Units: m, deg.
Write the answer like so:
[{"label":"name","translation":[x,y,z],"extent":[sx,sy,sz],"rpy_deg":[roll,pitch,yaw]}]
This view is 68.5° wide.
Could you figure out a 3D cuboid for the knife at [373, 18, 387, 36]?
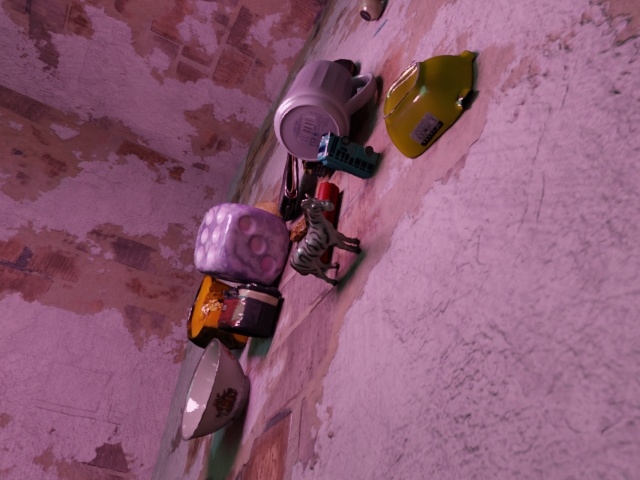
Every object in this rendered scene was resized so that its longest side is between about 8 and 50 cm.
[{"label":"knife","translation":[0.222,-0.793,1.756],"extent":[0.091,0.005,0.014],"rpy_deg":[-36,35,57]}]

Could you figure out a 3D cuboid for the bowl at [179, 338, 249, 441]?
[{"label":"bowl","translation":[-0.339,0.516,1.589],"extent":[0.337,0.158,0.337],"rpy_deg":[-52,26,38]}]

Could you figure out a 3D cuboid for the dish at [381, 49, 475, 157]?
[{"label":"dish","translation":[0.226,-0.326,1.081],"extent":[0.262,0.109,0.221],"rpy_deg":[-37,36,56]}]

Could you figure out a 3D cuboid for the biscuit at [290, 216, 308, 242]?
[{"label":"biscuit","translation":[-0.053,-0.052,1.632],"extent":[0.199,0.035,0.064],"rpy_deg":[-39,35,55]}]

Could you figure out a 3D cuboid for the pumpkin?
[{"label":"pumpkin","translation":[-0.404,0.299,1.898],"extent":[0.256,0.226,0.303],"rpy_deg":[-39,34,50]}]

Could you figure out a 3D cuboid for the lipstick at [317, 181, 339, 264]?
[{"label":"lipstick","translation":[0.007,-0.046,1.417],"extent":[0.073,0.073,0.279],"rpy_deg":[-39,35,54]}]

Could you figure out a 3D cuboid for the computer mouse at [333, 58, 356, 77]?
[{"label":"computer mouse","translation":[0.043,-0.641,1.909],"extent":[0.182,0.116,0.323],"rpy_deg":[-64,18,-3]}]

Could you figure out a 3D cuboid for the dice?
[{"label":"dice","translation":[-0.297,0.020,1.770],"extent":[0.270,0.271,0.269],"rpy_deg":[-4,71,53]}]

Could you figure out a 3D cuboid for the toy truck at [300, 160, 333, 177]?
[{"label":"toy truck","translation":[-0.019,-0.306,1.706],"extent":[0.257,0.127,0.127],"rpy_deg":[-104,25,-59]}]

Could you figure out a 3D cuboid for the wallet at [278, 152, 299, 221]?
[{"label":"wallet","translation":[-0.121,-0.232,1.809],"extent":[0.221,0.072,0.262],"rpy_deg":[107,166,-68]}]

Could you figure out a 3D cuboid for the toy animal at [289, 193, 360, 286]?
[{"label":"toy animal","translation":[0.018,0.000,1.197],"extent":[0.089,0.170,0.254],"rpy_deg":[-89,10,-58]}]

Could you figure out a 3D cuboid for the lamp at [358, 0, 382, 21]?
[{"label":"lamp","translation":[0.217,-0.929,1.819],"extent":[0.163,0.091,0.091],"rpy_deg":[-55,17,-9]}]

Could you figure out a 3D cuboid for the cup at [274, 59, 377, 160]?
[{"label":"cup","translation":[0.029,-0.436,1.539],"extent":[0.323,0.236,0.326],"rpy_deg":[-16,34,22]}]

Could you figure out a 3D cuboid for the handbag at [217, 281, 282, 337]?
[{"label":"handbag","translation":[-0.255,0.237,1.644],"extent":[0.254,0.181,0.181],"rpy_deg":[-21,51,61]}]

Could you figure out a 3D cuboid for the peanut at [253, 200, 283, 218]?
[{"label":"peanut","translation":[-0.223,-0.102,2.022],"extent":[0.253,0.122,0.137],"rpy_deg":[-166,86,-67]}]

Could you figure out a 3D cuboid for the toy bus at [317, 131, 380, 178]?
[{"label":"toy bus","translation":[0.072,-0.235,1.310],"extent":[0.079,0.160,0.091],"rpy_deg":[6,77,70]}]
